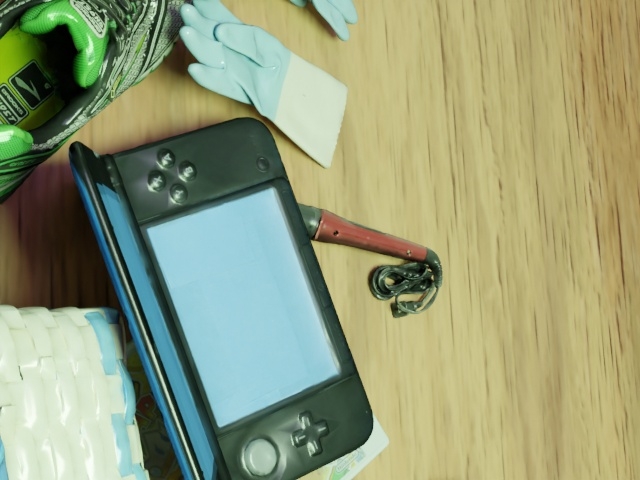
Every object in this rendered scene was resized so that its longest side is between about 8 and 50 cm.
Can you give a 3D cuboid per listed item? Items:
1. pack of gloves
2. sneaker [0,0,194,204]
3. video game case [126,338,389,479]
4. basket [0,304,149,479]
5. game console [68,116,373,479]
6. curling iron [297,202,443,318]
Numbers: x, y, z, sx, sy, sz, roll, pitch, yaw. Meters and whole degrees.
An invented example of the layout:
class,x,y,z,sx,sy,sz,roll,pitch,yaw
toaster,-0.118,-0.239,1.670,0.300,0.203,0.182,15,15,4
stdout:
class,x,y,z,sx,sy,sz,roll,pitch,yaw
pack of gloves,-0.048,-0.194,1.126,0.232,0.046,0.195,31,69,-51
sneaker,-0.175,-0.154,0.989,0.134,0.146,0.343,44,57,-19
video game case,-0.068,0.146,1.069,0.227,0.026,0.206,-37,101,-35
basket,-0.256,0.157,0.823,0.289,0.201,0.255,-2,79,-45
game console,-0.060,0.052,0.972,0.250,0.173,0.293,-20,92,-35
curling iron,0.000,0.000,1.144,0.274,0.035,0.068,24,67,-29
